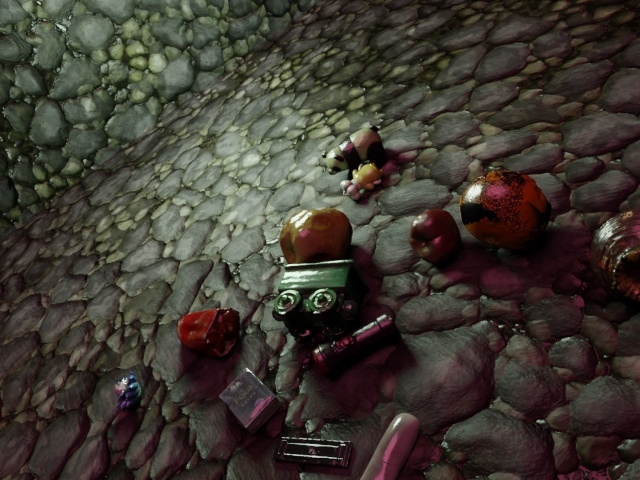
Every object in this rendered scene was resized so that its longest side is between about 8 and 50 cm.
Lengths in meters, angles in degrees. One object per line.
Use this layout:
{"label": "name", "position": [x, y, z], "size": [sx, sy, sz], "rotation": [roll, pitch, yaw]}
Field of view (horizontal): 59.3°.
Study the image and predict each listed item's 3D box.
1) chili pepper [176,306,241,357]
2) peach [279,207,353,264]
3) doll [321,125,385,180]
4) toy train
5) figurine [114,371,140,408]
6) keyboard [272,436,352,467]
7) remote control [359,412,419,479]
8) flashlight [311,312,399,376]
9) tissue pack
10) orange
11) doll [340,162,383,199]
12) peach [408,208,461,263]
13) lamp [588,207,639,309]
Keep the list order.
{"label": "chili pepper", "position": [-0.370, 0.287, 1.755], "size": [0.252, 0.136, 0.144], "rotation": [-9, 87, 40]}
{"label": "peach", "position": [0.000, 0.000, 1.750], "size": [0.235, 0.214, 0.214], "rotation": [-25, 35, -21]}
{"label": "doll", "position": [0.125, -0.317, 2.050], "size": [0.234, 0.135, 0.144], "rotation": [-30, 36, 8]}
{"label": "toy train", "position": [-0.008, 0.170, 1.600], "size": [0.265, 0.145, 0.202], "rotation": [-5, 42, 28]}
{"label": "figurine", "position": [-0.588, 0.466, 1.708], "size": [0.114, 0.079, 0.114], "rotation": [-40, 34, 33]}
{"label": "keyboard", "position": [-0.021, 0.507, 1.349], "size": [0.204, 0.013, 0.061], "rotation": [-6, 45, 27]}
{"label": "remote control", "position": [0.146, 0.481, 1.243], "size": [0.073, 0.044, 0.229], "rotation": [14, 56, 39]}
{"label": "flashlight", "position": [0.094, 0.269, 1.473], "size": [0.231, 0.093, 0.093], "rotation": [-30, 38, 1]}
{"label": "tissue pack", "position": [-0.190, 0.429, 1.512], "size": [0.112, 0.051, 0.156], "rotation": [-45, 41, -15]}
{"label": "orange", "position": [0.480, -0.078, 1.480], "size": [0.234, 0.234, 0.182], "rotation": [9, 72, 39]}
{"label": "doll", "position": [0.143, -0.207, 1.968], "size": [0.162, 0.062, 0.106], "rotation": [-38, 63, -14]}
{"label": "peach", "position": [0.332, -0.020, 1.594], "size": [0.152, 0.152, 0.152], "rotation": [-18, 40, 16]}
{"label": "lamp", "position": [0.707, 0.041, 1.204], "size": [0.246, 0.247, 0.247], "rotation": [-18, 40, 16]}
